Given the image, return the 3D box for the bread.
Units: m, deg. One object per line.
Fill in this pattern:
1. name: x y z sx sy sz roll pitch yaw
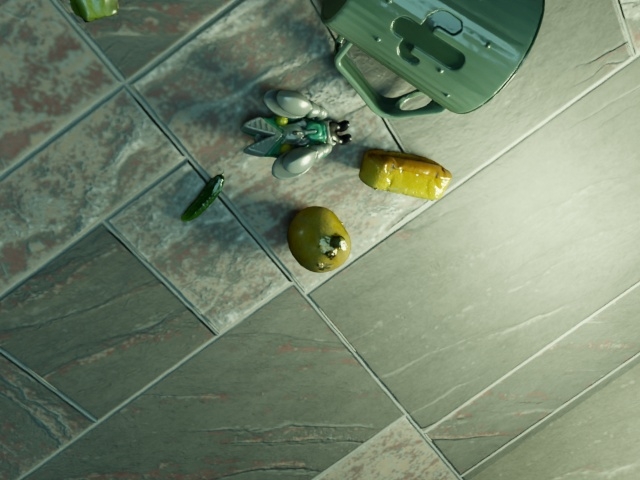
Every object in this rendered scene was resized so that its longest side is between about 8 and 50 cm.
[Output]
1. bread: 0.218 -0.173 1.584 0.245 0.102 0.094 9 121 -20

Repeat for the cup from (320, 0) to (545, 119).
1. cup: 0.210 -0.445 1.324 0.392 0.310 0.401 23 106 -21

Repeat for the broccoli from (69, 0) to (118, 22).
1. broccoli: -0.410 -0.534 1.126 0.288 0.248 0.246 21 125 21

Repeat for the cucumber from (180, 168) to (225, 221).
1. cucumber: -0.275 -0.102 1.501 0.039 0.039 0.168 35 104 -29

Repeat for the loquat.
1. loquat: 0.000 0.000 1.553 0.149 0.204 0.172 -32 112 -21

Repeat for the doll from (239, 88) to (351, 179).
1. doll: -0.054 -0.261 1.433 0.258 0.153 0.195 -37 95 -24
